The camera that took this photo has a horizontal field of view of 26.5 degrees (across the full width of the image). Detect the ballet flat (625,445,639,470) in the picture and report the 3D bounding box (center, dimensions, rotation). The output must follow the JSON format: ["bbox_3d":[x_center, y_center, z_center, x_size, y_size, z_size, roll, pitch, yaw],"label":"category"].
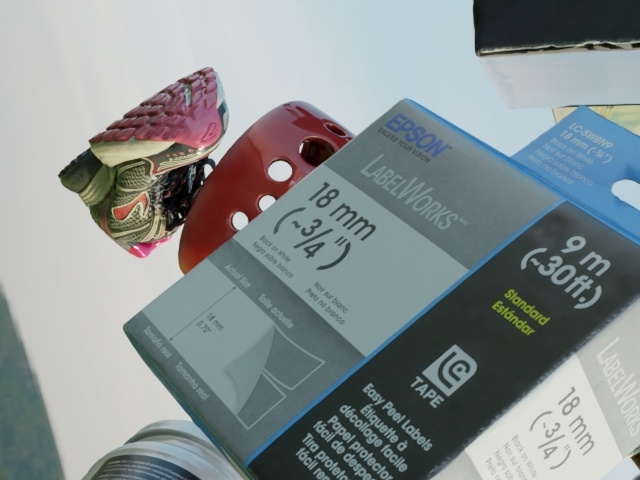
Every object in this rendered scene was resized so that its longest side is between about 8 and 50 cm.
[{"bbox_3d":[0.410,0.266,1.680,0.232,0.073,0.080,52,-33,12],"label":"ballet flat"}]

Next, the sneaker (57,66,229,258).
[{"bbox_3d":[-0.136,-0.065,1.195,0.112,0.121,0.299,55,-21,-4],"label":"sneaker"}]

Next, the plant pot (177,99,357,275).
[{"bbox_3d":[0.000,0.000,1.183,0.174,0.191,0.191,35,-27,14],"label":"plant pot"}]

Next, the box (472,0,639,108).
[{"bbox_3d":[0.312,-0.394,1.391,0.480,0.298,0.471,5,82,-78],"label":"box"}]

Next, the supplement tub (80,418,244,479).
[{"bbox_3d":[-0.176,0.313,1.286,0.272,0.191,0.191,-51,138,-54],"label":"supplement tub"}]

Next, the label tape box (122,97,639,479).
[{"bbox_3d":[0.086,0.027,0.763,0.241,0.334,0.106,39,-15,48],"label":"label tape box"}]

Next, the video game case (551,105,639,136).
[{"bbox_3d":[0.471,-0.243,1.946,0.329,0.300,0.036,64,27,-44],"label":"video game case"}]

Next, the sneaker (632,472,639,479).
[{"bbox_3d":[0.438,0.179,1.389,0.130,0.330,0.147,35,15,-34],"label":"sneaker"}]
